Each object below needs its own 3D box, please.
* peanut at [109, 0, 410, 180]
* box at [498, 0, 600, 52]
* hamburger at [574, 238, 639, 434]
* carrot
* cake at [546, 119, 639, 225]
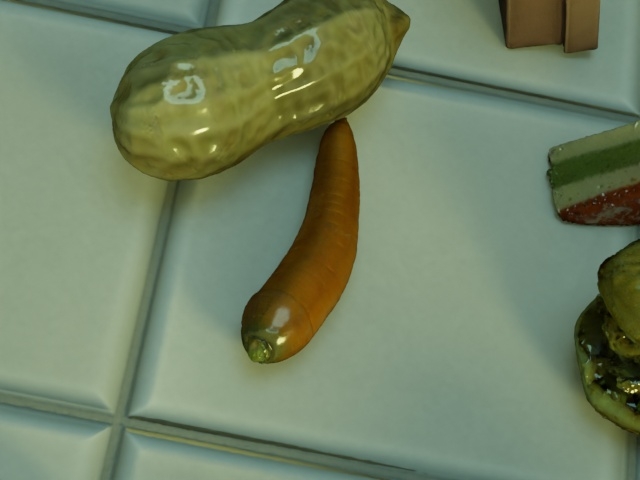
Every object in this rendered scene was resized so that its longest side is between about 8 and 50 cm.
[{"bbox_3d":[-0.049,-0.138,1.578,0.298,0.120,0.136,-25,33,-29],"label":"peanut"},{"bbox_3d":[0.195,-0.310,1.688,0.086,0.215,0.215,-5,56,2],"label":"box"},{"bbox_3d":[0.286,0.073,1.491,0.185,0.131,0.159,-20,52,-30],"label":"hamburger"},{"bbox_3d":[0.000,0.000,1.532,0.062,0.066,0.271,51,46,-28],"label":"carrot"},{"bbox_3d":[0.319,-0.055,1.635,0.220,0.117,0.086,-20,52,16],"label":"cake"}]
